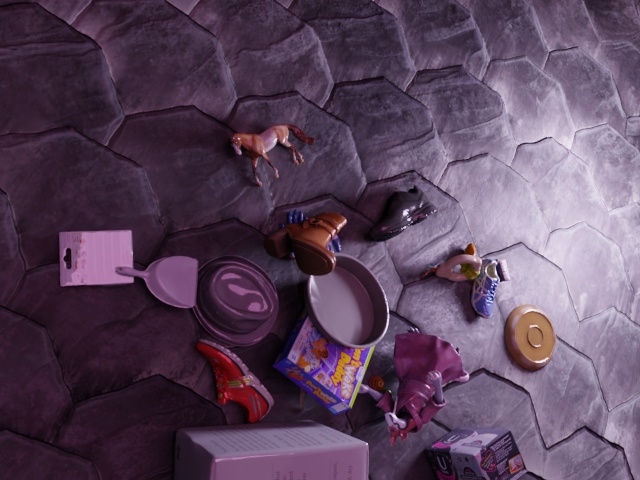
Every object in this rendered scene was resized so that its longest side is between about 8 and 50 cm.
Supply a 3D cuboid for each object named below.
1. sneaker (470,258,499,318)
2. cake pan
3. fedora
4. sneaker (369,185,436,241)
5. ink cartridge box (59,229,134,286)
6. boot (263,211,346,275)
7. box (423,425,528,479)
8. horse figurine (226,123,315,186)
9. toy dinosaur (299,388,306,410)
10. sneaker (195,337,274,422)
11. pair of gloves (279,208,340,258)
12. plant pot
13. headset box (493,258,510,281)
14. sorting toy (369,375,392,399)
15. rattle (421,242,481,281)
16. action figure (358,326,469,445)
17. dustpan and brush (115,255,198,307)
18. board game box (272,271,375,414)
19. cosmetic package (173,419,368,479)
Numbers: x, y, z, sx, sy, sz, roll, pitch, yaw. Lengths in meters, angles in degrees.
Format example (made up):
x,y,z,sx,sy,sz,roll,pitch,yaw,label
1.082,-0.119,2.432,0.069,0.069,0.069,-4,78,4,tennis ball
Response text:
x,y,z,sx,sy,sz,roll,pitch,yaw,label
0.567,0.162,2.168,0.080,0.081,0.211,5,78,-28,sneaker
0.070,0.177,1.811,0.293,0.054,0.293,21,52,-29,cake pan
-0.219,0.158,1.745,0.275,0.124,0.243,41,64,-13,fedora
0.250,-0.089,2.065,0.286,0.109,0.130,-29,86,-38,sneaker
-0.580,0.048,1.643,0.179,0.045,0.145,-2,80,-17,ink cartridge box
0.000,0.000,1.795,0.220,0.283,0.109,-28,113,-34,boot
0.460,0.660,1.902,0.163,0.247,0.142,-21,87,-29,box
-0.145,-0.285,1.921,0.263,0.066,0.174,-33,100,-27,horse figurine
-0.054,0.345,1.825,0.118,0.064,0.268,26,71,-27,toy dinosaur
-0.244,0.380,1.696,0.279,0.107,0.118,48,67,-9,sneaker
-0.031,-0.013,1.938,0.198,0.023,0.159,5,78,-22,pair of gloves
0.758,0.344,2.251,0.236,0.032,0.236,6,76,-25,plant pot
0.627,0.106,2.222,0.032,0.062,0.083,-10,84,-29,headset box
0.189,0.462,1.928,0.061,0.042,0.102,-43,99,-28,sorting toy
0.434,0.060,2.134,0.200,0.130,0.142,-2,66,-1,rattle
0.272,0.453,1.883,0.275,0.248,0.370,62,42,-38,action figure
-0.430,0.094,1.662,0.211,0.060,0.147,22,54,-39,dustpan and brush
0.035,0.284,1.812,0.233,0.078,0.347,40,45,-13,board game box
-0.132,0.638,1.544,0.394,0.329,0.327,4,84,-26,cosmetic package
